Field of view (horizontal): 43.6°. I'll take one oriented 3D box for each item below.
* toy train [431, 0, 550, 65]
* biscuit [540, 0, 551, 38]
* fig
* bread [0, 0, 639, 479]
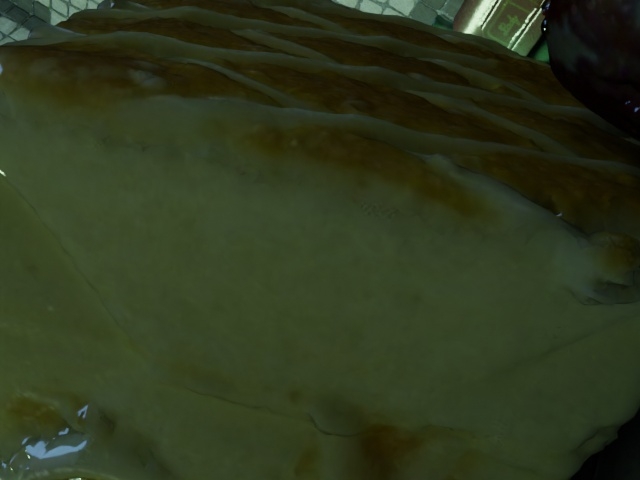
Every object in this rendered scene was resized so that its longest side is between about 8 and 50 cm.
[{"bbox_3d":[0.274,-0.292,1.036,0.150,0.222,0.304,-62,0,-33],"label":"toy train"},{"bbox_3d":[0.296,-0.237,0.794,0.235,0.151,0.063,-62,-38,-60],"label":"biscuit"},{"bbox_3d":[0.227,-0.119,0.422,0.231,0.160,0.143,-27,-39,-37],"label":"fig"},{"bbox_3d":[0.000,0.000,0.540,0.371,0.390,0.279,-72,-7,-62],"label":"bread"}]
